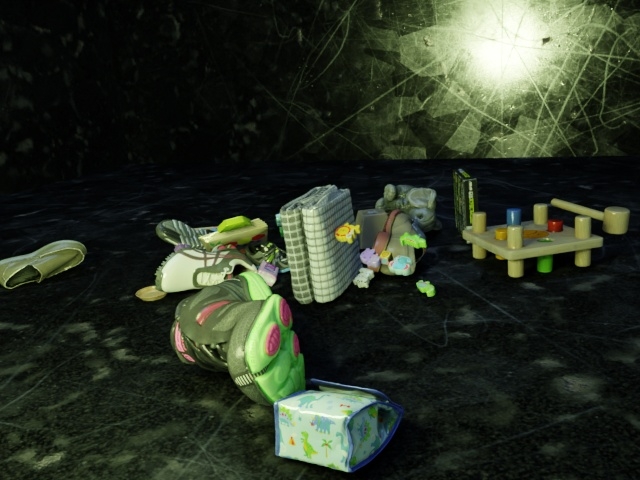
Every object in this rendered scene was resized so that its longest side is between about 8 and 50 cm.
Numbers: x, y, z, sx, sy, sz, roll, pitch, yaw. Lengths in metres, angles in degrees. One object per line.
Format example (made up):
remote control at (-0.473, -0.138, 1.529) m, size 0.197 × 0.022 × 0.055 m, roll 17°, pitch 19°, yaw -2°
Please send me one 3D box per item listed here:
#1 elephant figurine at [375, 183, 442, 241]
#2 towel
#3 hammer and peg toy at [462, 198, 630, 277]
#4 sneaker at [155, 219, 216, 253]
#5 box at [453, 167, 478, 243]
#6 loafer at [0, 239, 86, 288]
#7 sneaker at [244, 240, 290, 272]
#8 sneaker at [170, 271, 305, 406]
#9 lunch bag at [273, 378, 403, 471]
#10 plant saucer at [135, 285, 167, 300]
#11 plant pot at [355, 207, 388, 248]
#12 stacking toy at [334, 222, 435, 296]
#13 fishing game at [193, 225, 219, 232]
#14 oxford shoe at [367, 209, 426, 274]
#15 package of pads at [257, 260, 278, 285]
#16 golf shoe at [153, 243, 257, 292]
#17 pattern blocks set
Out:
elephant figurine at (0.300, -0.077, 1.881) m, size 0.169 × 0.186 × 0.239 m, roll 27°, pitch 1°, yaw -45°
towel at (0.000, 0.000, 1.491) m, size 0.121 × 0.235 × 0.283 m, roll -5°, pitch 14°, yaw 19°
hammer and peg toy at (0.578, -0.013, 1.570) m, size 0.361 × 0.127 × 0.266 m, roll -8°, pitch 14°, yaw -13°
sneaker at (-0.390, 0.021, 1.713) m, size 0.132 × 0.086 × 0.228 m, roll -36°, pitch -31°, yaw 25°
box at (0.431, -0.105, 1.819) m, size 0.045 × 0.191 × 0.184 m, roll -5°, pitch 15°, yaw 6°
loafer at (-0.781, 0.078, 1.726) m, size 0.251 × 0.094 × 0.087 m, roll -22°, pitch 46°, yaw -24°
sneaker at (-0.129, 0.042, 1.653) m, size 0.188 × 0.078 × 0.067 m, roll 4°, pitch 18°, yaw 28°
sneaker at (-0.150, 0.177, 1.053) m, size 0.202 × 0.185 × 0.483 m, roll -16°, pitch 7°, yaw -12°
lunch bag at (0.028, 0.250, 0.863) m, size 0.128 × 0.096 × 0.151 m, roll 1°, pitch 2°, yaw 35°
plant saucer at (-0.416, 0.133, 1.527) m, size 0.083 × 0.015 × 0.083 m, roll -4°, pitch 16°, yaw 1°
plant pot at (0.157, -0.040, 1.835) m, size 0.109 × 0.096 × 0.109 m, roll -6°, pitch 15°, yaw -7°
stacking toy at (0.149, 0.050, 1.398) m, size 0.221 × 0.167 × 0.052 m, roll 11°, pitch 49°, yaw 34°
fishing game at (-0.362, -0.022, 2.023) m, size 0.189 × 0.041 × 0.264 m, roll -6°, pitch 15°, yaw -16°
oxford shoe at (0.217, 0.015, 1.636) m, size 0.130 × 0.123 × 0.348 m, roll 18°, pitch 26°, yaw 10°
package of pads at (-0.135, 0.084, 1.566) m, size 0.050 × 0.032 × 0.083 m, roll 28°, pitch 15°, yaw -6°
golf shoe at (-0.282, 0.074, 1.534) m, size 0.120 × 0.105 × 0.272 m, roll 25°, pitch 28°, yaw 36°
pattern blocks set at (-0.233, -0.004, 1.657) m, size 0.324 × 0.026 × 0.285 m, roll -13°, pitch -18°, yaw -19°
